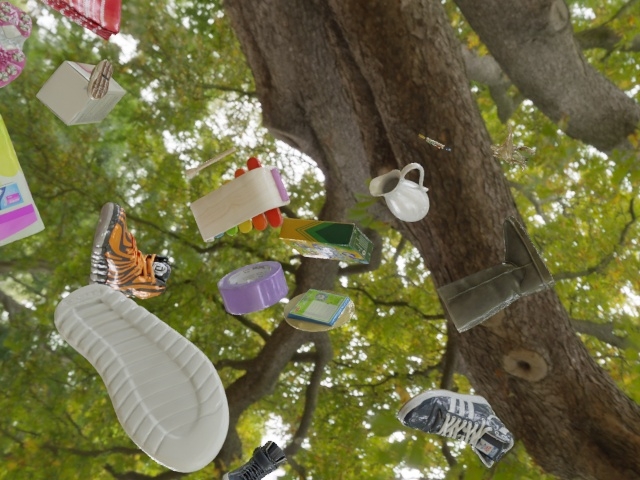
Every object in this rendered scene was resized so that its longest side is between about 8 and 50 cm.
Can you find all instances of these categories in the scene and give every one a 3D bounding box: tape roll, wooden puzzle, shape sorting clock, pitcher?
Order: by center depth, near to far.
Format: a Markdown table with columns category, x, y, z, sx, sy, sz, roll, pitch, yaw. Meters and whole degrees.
| category | x | y | z | sx | sy | sz | roll | pitch | yaw |
| --- | --- | --- | --- | --- | --- | --- | --- | --- | --- |
| tape roll | -0.192 | 0.132 | 1.425 | 0.189 | 0.080 | 0.189 | -15 | -164 | 4 |
| shape sorting clock | -0.004 | 0.202 | 1.439 | 0.206 | 0.207 | 0.040 | -135 | -142 | -54 |
| pitcher | 0.287 | -0.157 | 1.616 | 0.178 | 0.207 | 0.125 | -30 | -133 | 27 |
| wooden puzzle | 0.401 | -0.341 | 1.754 | 0.116 | 0.078 | 0.014 | 28 | -79 | 14 |

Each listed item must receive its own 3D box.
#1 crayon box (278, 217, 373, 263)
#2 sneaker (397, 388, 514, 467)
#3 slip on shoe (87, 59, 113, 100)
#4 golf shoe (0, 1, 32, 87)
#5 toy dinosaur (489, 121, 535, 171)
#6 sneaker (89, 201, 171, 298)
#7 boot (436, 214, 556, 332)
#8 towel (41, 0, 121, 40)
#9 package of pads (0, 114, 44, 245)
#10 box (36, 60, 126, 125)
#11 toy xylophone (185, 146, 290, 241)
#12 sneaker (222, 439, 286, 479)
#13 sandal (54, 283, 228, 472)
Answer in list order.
| category | x | y | z | sx | sy | sz | roll | pitch | yaw |
| --- | --- | --- | --- | --- | --- | --- | --- | --- | --- |
| crayon box | 0.000 | 0.000 | 1.762 | 0.323 | 0.203 | 0.083 | 7 | -107 | 28 |
| sneaker | 0.319 | 0.428 | 1.130 | 0.099 | 0.283 | 0.153 | -65 | -148 | 22 |
| slip on shoe | -0.584 | -0.417 | 1.301 | 0.041 | 0.051 | 0.135 | -9 | -120 | 21 |
| golf shoe | -0.916 | -0.531 | 1.415 | 0.140 | 0.115 | 0.305 | -21 | -125 | 33 |
| toy dinosaur | 0.426 | -0.199 | 1.118 | 0.093 | 0.183 | 0.053 | 27 | -92 | 11 |
| sneaker | -0.442 | 0.032 | 1.184 | 0.321 | 0.180 | 0.124 | 124 | -31 | -49 |
| boot | 0.335 | 0.066 | 1.002 | 0.209 | 0.076 | 0.189 | -30 | -133 | 21 |
| towel | -0.482 | -0.505 | 0.886 | 0.031 | 0.275 | 0.198 | -21 | -119 | 34 |
| package of pads | -0.630 | -0.072 | 0.784 | 0.101 | 0.229 | 0.297 | 9 | -151 | 34 |
| box | -0.744 | -0.461 | 1.565 | 0.149 | 0.127 | 0.232 | -44 | -168 | 10 |
| toy xylophone | -0.247 | -0.124 | 1.385 | 0.323 | 0.081 | 0.236 | -14 | -88 | 28 |
| sneaker | -0.184 | 0.653 | 1.426 | 0.163 | 0.226 | 0.086 | -37 | -101 | -6 |
| sandal | -0.309 | 0.229 | 0.884 | 0.169 | 0.102 | 0.416 | -33 | -119 | -31 |
